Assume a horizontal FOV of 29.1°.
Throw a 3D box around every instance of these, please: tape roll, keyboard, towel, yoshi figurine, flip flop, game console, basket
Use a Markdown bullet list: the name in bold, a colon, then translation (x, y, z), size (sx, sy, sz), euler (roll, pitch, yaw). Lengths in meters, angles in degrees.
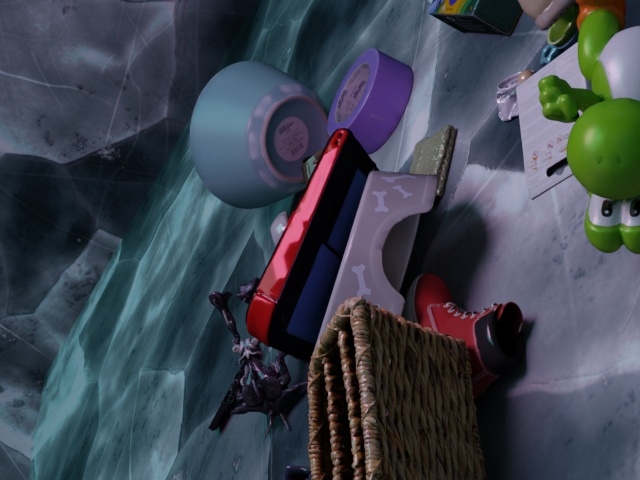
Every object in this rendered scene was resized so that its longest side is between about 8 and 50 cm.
- **tape roll**: translation (0.093, -0.265, 2.358), size (0.189, 0.080, 0.189), euler (-53, 22, 33)
- **keyboard**: translation (-0.164, 0.303, 2.454), size (0.192, 0.038, 0.100), euler (-63, -4, 12)
- **towel**: translation (0.177, -0.115, 2.037), size (0.110, 0.027, 0.148), euler (-28, 41, 59)
- **yoshi figurine**: translation (0.353, -0.167, 1.396), size (0.203, 0.203, 0.362), euler (-28, 44, 50)
- **flip flop**: translation (0.007, -0.160, 2.457), size (0.112, 0.080, 0.277), euler (-20, 48, 64)
- **game console**: translation (0.013, 0.024, 1.973), size (0.342, 0.060, 0.386), euler (-63, -16, -4)
- **basket**: translation (0.051, 0.249, 1.484), size (0.213, 0.223, 0.299), euler (-26, 56, 35)

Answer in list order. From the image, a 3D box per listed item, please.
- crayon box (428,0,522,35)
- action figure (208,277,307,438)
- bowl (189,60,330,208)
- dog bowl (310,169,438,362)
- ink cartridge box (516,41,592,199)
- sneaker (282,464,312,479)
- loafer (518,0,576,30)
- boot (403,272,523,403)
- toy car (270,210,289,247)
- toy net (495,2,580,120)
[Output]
- **crayon box**: translation (0.313, -0.508, 2.063), size (0.323, 0.083, 0.203), euler (-64, 19, 3)
- **action figure**: translation (-0.102, 0.211, 2.220), size (0.164, 0.141, 0.276), euler (-24, 79, 25)
- **bowl**: translation (-0.095, -0.212, 2.534), size (0.163, 0.311, 0.311), euler (10, 75, 49)
- **dog bowl**: translation (0.076, 0.055, 1.829), size (0.349, 0.102, 0.349), euler (17, -90, -89)
- **ink cartridge box**: translation (0.334, -0.161, 1.689), size (0.145, 0.045, 0.179), euler (-36, 53, 54)
- **sneaker**: translation (0.026, 0.383, 1.697), size (0.111, 0.121, 0.300), euler (-68, 20, -5)
- **loafer**: translation (0.333, -0.393, 1.774), size (0.102, 0.092, 0.268), euler (-41, 11, 30)
- **boot**: translation (0.198, 0.103, 1.646), size (0.176, 0.088, 0.244), euler (-51, 30, 33)
- **toy car**: translation (0.000, 0.000, 2.221), size (0.182, 0.159, 0.136), euler (-98, -10, -85)
- **toy net**: translation (0.319, -0.273, 1.822), size (0.232, 0.045, 0.122), euler (-48, 26, 42)
